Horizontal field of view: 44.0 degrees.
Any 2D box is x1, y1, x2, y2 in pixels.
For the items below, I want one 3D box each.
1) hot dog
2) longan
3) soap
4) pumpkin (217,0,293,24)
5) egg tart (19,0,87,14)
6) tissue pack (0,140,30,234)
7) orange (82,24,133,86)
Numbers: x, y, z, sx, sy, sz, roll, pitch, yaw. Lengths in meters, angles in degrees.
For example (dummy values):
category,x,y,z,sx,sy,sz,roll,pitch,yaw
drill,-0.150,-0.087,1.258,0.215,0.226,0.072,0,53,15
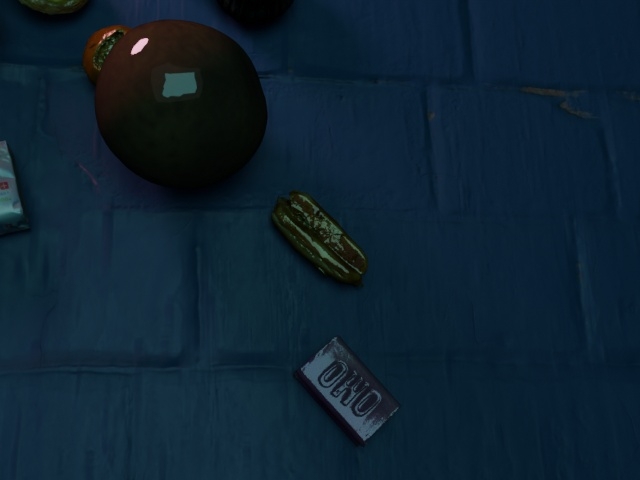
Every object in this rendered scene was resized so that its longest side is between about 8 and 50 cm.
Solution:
category,x,y,z,sx,sy,sz,roll,pitch,yaw
hot dog,0.000,0.000,1.703,0.109,0.072,0.269,-42,84,-17
longan,-0.273,-0.274,1.580,0.361,0.361,0.361,3,73,-11
soap,0.055,0.307,1.625,0.122,0.065,0.203,-41,86,-19
pumpkin,-0.151,-0.592,1.810,0.202,0.140,0.202,4,70,-10
egg tart,-0.593,-0.572,1.736,0.191,0.074,0.191,5,77,-24
tissue pack,-0.729,-0.081,1.568,0.263,0.089,0.177,-15,75,-16
orange,-0.430,-0.389,1.697,0.154,0.134,0.155,3,66,-7
